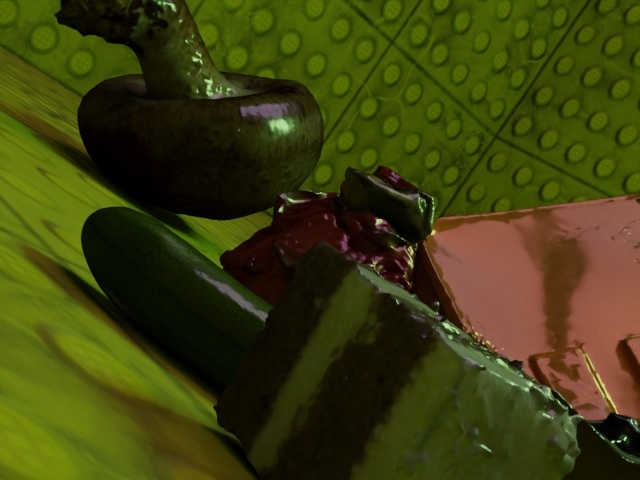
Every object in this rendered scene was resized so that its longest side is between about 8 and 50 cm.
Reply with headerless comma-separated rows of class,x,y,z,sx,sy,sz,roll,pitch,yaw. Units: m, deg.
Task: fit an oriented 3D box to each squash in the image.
squash,-0.061,0.058,0.746,0.258,0.069,0.069,34,2,16

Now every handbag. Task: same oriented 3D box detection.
handbag,0.309,0.093,1.193,0.410,0.116,0.303,-7,48,-18

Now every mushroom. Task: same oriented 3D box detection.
mushroom,-0.178,-0.196,1.543,0.334,0.356,0.331,-16,3,-34

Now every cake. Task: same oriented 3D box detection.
cake,0.045,0.096,0.618,0.135,0.134,0.147,31,-3,-39

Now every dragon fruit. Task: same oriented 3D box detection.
dragon fruit,0.000,0.000,1.190,0.152,0.205,0.317,33,1,-12

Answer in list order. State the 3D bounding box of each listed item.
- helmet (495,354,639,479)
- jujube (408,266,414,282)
helmet,0.132,0.151,0.779,0.224,0.130,0.198,24,-2,0
jujube,0.199,0.132,1.608,0.216,0.216,0.342,35,-12,14
